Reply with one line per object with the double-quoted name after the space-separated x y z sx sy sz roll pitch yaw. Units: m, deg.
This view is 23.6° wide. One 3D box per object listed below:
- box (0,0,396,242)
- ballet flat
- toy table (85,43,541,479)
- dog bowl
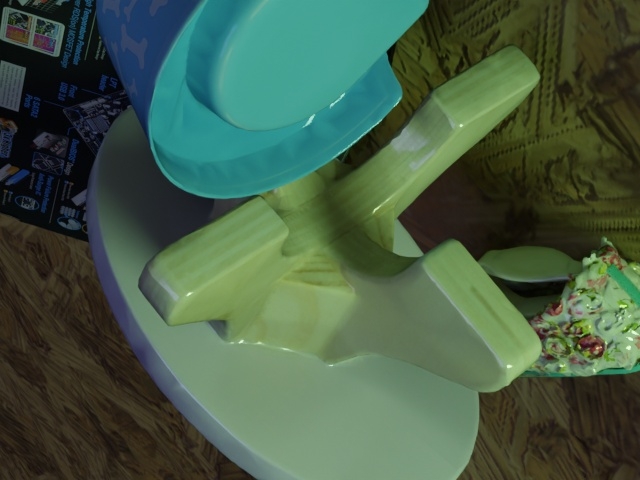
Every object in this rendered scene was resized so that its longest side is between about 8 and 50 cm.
-0.128 -0.093 0.969 0.293 0.073 0.295 15 149 -8 "box"
0.104 0.040 0.909 0.241 0.091 0.077 -14 117 48 "ballet flat"
0.000 0.000 0.804 0.274 0.252 0.161 41 146 5 "toy table"
0.023 -0.150 0.659 0.074 0.297 0.166 48 -171 27 "dog bowl"
